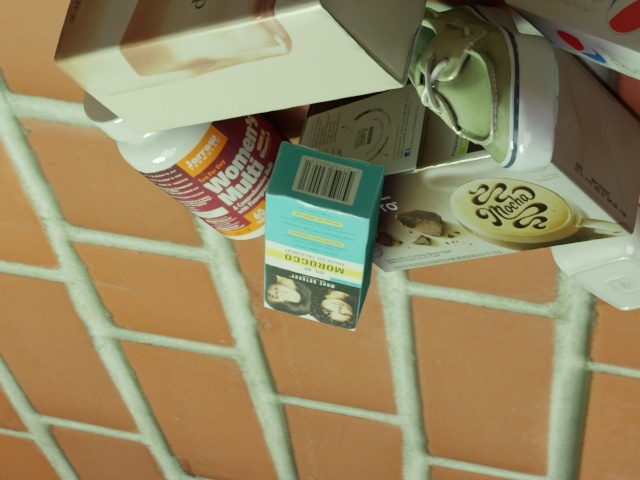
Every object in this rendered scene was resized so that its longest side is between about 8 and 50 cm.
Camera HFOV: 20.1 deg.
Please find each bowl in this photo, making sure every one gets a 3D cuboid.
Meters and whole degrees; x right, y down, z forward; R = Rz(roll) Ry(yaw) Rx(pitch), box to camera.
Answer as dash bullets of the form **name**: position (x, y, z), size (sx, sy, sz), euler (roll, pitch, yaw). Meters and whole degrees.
- **bowl**: position (0.323, 0.024, 1.892), size (0.142, 0.053, 0.142), euler (32, 149, -29)

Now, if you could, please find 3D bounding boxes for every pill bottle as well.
- **pill bottle**: position (-0.125, -0.101, 1.793), size (0.121, 0.121, 0.221), euler (-8, 147, 39)

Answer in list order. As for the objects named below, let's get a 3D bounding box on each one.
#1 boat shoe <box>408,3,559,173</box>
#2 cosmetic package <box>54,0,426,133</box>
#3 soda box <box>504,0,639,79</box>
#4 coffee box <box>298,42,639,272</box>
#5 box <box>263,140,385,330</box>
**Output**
- **boat shoe**: position (0.124, -0.126, 1.464), size (0.094, 0.109, 0.302), euler (1, -163, -6)
- **cosmetic package**: position (-0.066, -0.200, 1.529), size (0.296, 0.153, 0.129), euler (-8, 147, 37)
- **soda box**: position (0.241, -0.173, 1.397), size (0.069, 0.074, 0.216), euler (35, 180, -36)
- **coffee box**: position (0.137, -0.073, 1.714), size (0.297, 0.119, 0.168), euler (-9, 146, 41)
- **box**: position (0.000, 0.000, 1.727), size (0.100, 0.060, 0.244), euler (14, 153, 6)
